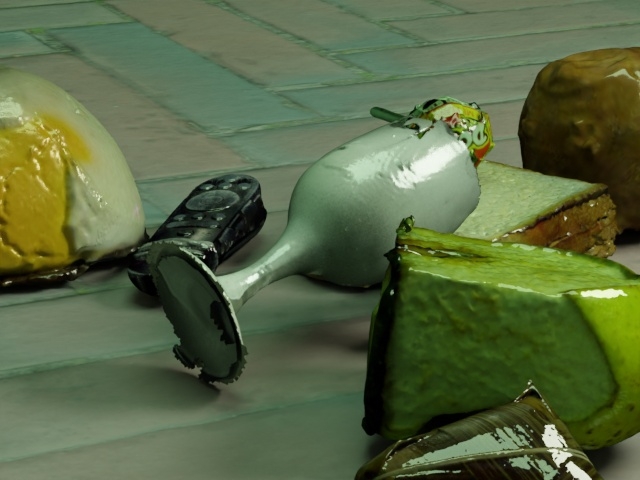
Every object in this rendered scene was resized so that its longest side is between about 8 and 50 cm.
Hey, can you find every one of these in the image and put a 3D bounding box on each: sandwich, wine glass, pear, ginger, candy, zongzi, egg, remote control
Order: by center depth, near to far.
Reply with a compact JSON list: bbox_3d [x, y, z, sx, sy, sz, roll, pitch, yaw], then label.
[{"bbox_3d":[0.128,0.204,1.358,0.187,0.084,0.184,-19,46,-21],"label":"zongzi"},{"bbox_3d":[0.167,0.084,1.566,0.255,0.164,0.238,6,10,1],"label":"pear"},{"bbox_3d":[0.000,0.000,1.704,0.321,0.143,0.143,-29,33,-31],"label":"wine glass"},{"bbox_3d":[0.132,-0.011,1.924,0.273,0.095,0.249,14,23,35],"label":"sandwich"},{"bbox_3d":[-0.123,0.005,1.935,0.090,0.066,0.266,-7,20,20],"label":"remote control"},{"bbox_3d":[-0.343,-0.083,1.956,0.337,0.201,0.337,2,18,-1],"label":"egg"},{"bbox_3d":[0.106,-0.124,2.026,0.091,0.083,0.305,-8,11,-12],"label":"candy"},{"bbox_3d":[0.348,-0.107,2.041,0.269,0.200,0.223,7,16,16],"label":"ginger"}]
